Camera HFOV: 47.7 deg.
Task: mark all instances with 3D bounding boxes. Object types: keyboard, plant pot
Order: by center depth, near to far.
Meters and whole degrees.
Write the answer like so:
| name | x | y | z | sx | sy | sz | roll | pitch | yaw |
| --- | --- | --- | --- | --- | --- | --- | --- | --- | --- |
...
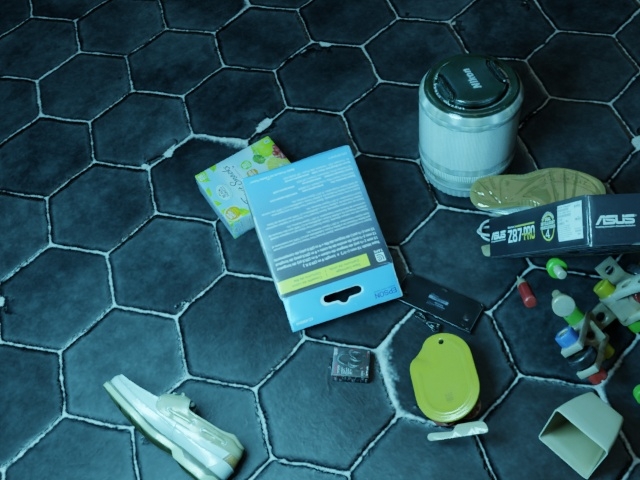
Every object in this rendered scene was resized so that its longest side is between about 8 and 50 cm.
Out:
| name | x | y | z | sx | sy | sz | roll | pitch | yaw |
| --- | --- | --- | --- | --- | --- | --- | --- | --- | --- |
| plant pot | 0.480 | 0.340 | 1.309 | 0.096 | 0.109 | 0.109 | -33 | 58 | -30 |
| keyboard | 0.238 | 0.141 | 1.512 | 0.180 | 0.023 | 0.108 | 24 | 55 | 21 |

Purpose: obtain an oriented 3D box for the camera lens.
| name | x | y | z | sx | sy | sz | roll | pitch | yaw |
| --- | --- | --- | --- | --- | --- | --- | --- | --- | --- |
| camera lens | 0.329 | -0.257 | 1.612 | 0.219 | 0.274 | 0.220 | -3 | 54 | 5 |

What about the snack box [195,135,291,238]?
| name | x | y | z | sx | sy | sz | roll | pitch | yaw |
| --- | --- | --- | --- | --- | --- | --- | --- | --- | --- |
| snack box | -0.161 | -0.127 | 1.703 | 0.207 | 0.070 | 0.174 | -32 | 60 | -13 |

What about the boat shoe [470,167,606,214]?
| name | x | y | z | sx | sy | sz | roll | pitch | yaw |
| --- | --- | --- | --- | --- | --- | --- | --- | --- | --- |
| boat shoe | 0.469 | -0.098 | 1.571 | 0.276 | 0.096 | 0.098 | 3 | 79 | 19 |

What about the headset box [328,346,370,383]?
| name | x | y | z | sx | sy | sz | roll | pitch | yaw |
| --- | --- | --- | --- | --- | --- | --- | --- | --- | --- |
| headset box | 0.058 | 0.249 | 1.450 | 0.083 | 0.032 | 0.062 | 4 | 57 | 7 |

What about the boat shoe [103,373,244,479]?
| name | x | y | z | sx | sy | sz | roll | pitch | yaw |
| --- | --- | --- | --- | --- | --- | --- | --- | --- | --- |
| boat shoe | -0.279 | 0.346 | 1.379 | 0.302 | 0.113 | 0.103 | 36 | 65 | 14 |

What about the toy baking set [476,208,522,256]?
| name | x | y | z | sx | sy | sz | roll | pitch | yaw |
| --- | --- | --- | --- | --- | --- | --- | --- | --- | --- |
| toy baking set | 0.459 | -0.037 | 1.607 | 0.196 | 0.030 | 0.256 | 14 | 52 | 22 |

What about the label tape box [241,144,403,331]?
| name | x | y | z | sx | sy | sz | roll | pitch | yaw |
| --- | --- | --- | --- | --- | --- | --- | --- | --- | --- |
| label tape box | 0.000 | 0.000 | 1.562 | 0.249 | 0.115 | 0.348 | -18 | 79 | -7 |

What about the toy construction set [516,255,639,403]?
| name | x | y | z | sx | sy | sz | roll | pitch | yaw |
| --- | --- | --- | --- | --- | --- | --- | --- | --- | --- |
| toy construction set | 0.530 | 0.122 | 1.404 | 0.308 | 0.258 | 0.237 | 22 | 15 | 1 |

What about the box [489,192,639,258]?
| name | x | y | z | sx | sy | sz | roll | pitch | yaw |
| --- | --- | --- | --- | --- | --- | --- | --- | --- | --- |
| box | 0.536 | -0.021 | 1.343 | 0.318 | 0.395 | 0.097 | 0 | 85 | -9 |

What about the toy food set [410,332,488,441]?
| name | x | y | z | sx | sy | sz | roll | pitch | yaw |
| --- | --- | --- | --- | --- | --- | --- | --- | --- | --- |
| toy food set | 0.251 | 0.289 | 1.390 | 0.128 | 0.071 | 0.218 | -23 | 51 | 19 |
